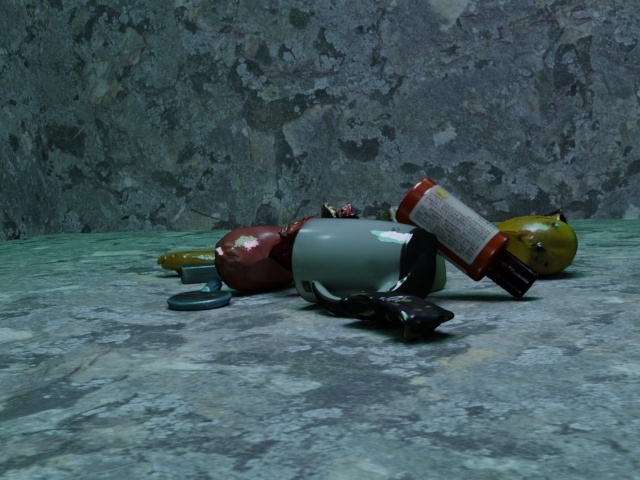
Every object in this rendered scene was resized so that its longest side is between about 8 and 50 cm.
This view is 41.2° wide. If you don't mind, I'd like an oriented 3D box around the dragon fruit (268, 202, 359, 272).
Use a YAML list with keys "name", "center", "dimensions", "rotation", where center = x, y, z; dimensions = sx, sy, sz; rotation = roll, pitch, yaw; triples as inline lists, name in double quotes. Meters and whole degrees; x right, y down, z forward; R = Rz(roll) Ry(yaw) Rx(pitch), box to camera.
- name: "dragon fruit"
  center: [-0.010, -0.004, 1.692]
  dimensions: [0.192, 0.123, 0.092]
  rotation: [-28, -18, 22]

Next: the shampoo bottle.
- name: "shampoo bottle"
  center: [0.275, 0.003, 1.578]
  dimensions: [0.278, 0.104, 0.104]
  rotation: [39, 20, 16]

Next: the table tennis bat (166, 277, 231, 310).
- name: "table tennis bat"
  center: [-0.231, 0.109, 1.693]
  dimensions: [0.124, 0.033, 0.201]
  rotation: [-2, 10, 7]

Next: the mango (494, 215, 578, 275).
- name: "mango"
  center: [0.446, 0.013, 1.867]
  dimensions: [0.167, 0.130, 0.262]
  rotation: [1, -2, -33]

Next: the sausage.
- name: "sausage"
  center: [-0.123, 0.038, 1.829]
  dimensions: [0.148, 0.148, 0.254]
  rotation: [2, 3, 42]

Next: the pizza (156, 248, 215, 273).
- name: "pizza"
  center: [-0.277, 0.054, 2.202]
  dimensions: [0.292, 0.058, 0.197]
  rotation: [-2, 4, -15]

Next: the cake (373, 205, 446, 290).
- name: "cake"
  center: [0.115, 0.078, 1.741]
  dimensions: [0.283, 0.172, 0.158]
  rotation: [-39, -24, 32]

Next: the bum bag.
- name: "bum bag"
  center: [0.114, 0.109, 1.316]
  dimensions: [0.106, 0.060, 0.232]
  rotation: [5, 3, -25]

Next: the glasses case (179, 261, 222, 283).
- name: "glasses case"
  center: [-0.241, 0.074, 2.038]
  dimensions: [0.184, 0.040, 0.078]
  rotation: [-4, 5, -14]

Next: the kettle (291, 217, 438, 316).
- name: "kettle"
  center: [0.075, 0.057, 1.528]
  dimensions: [0.236, 0.161, 0.221]
  rotation: [3, 35, 31]

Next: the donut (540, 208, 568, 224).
- name: "donut"
  center: [0.549, -0.005, 1.988]
  dimensions: [0.059, 0.141, 0.140]
  rotation: [-11, 1, 23]
